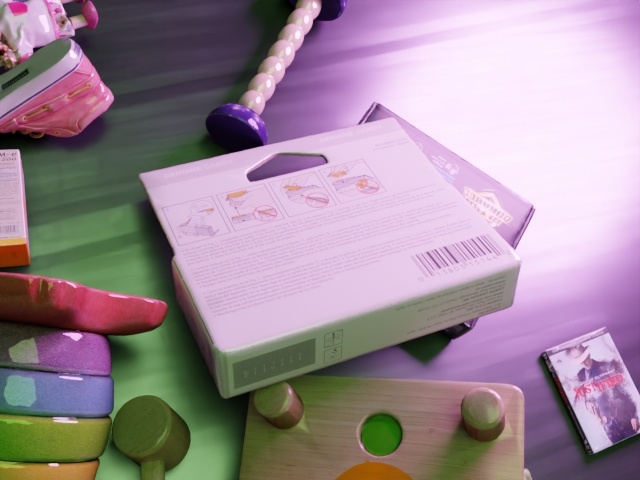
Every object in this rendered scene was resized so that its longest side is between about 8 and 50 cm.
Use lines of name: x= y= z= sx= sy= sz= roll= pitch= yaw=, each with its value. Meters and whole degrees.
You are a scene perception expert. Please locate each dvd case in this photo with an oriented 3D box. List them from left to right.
dvd case: x=0.304 y=0.163 z=0.995 sx=0.087 sy=0.013 sz=0.119 roll=-16 pitch=73 yaw=-21

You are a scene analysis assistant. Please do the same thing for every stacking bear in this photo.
stacking bear: x=-0.250 y=0.180 z=0.751 sx=0.164 sy=0.175 sz=0.289 roll=1 pitch=80 yaw=29

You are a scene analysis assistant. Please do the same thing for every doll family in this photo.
doll family: x=-0.361 y=-0.289 z=0.950 sx=0.163 sy=0.118 sz=0.263 roll=-26 pitch=96 yaw=-29

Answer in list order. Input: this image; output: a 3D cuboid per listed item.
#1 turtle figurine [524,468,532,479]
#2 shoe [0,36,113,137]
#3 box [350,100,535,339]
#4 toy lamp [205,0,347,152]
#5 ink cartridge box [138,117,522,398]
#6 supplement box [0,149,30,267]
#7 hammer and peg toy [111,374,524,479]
turtle figurine: x=0.257 y=0.336 z=0.793 sx=0.266 sy=0.198 sz=0.274 roll=31 pitch=25 yaw=15
shoe: x=-0.299 y=-0.126 z=0.913 sx=0.178 sy=0.081 sz=0.063 roll=-31 pitch=45 yaw=3
box: x=0.103 y=-0.024 z=0.992 sx=0.220 sy=0.051 sz=0.175 roll=34 pitch=64 yaw=0
toy lamp: x=-0.036 y=-0.222 z=1.017 sx=0.080 sy=0.080 sz=0.275 roll=26 pitch=64 yaw=-4
ink cartridge box: x=0.000 y=0.000 z=0.884 sx=0.296 sy=0.066 sz=0.261 roll=-15 pitch=43 yaw=-18
supplement box: x=-0.303 y=-0.030 z=0.874 sx=0.036 sy=0.062 sz=0.098 roll=-5 pitch=70 yaw=-16
hammer and peg toy: x=-0.005 y=0.251 z=0.798 sx=0.361 sy=0.127 sz=0.266 roll=0 pitch=66 yaw=12
